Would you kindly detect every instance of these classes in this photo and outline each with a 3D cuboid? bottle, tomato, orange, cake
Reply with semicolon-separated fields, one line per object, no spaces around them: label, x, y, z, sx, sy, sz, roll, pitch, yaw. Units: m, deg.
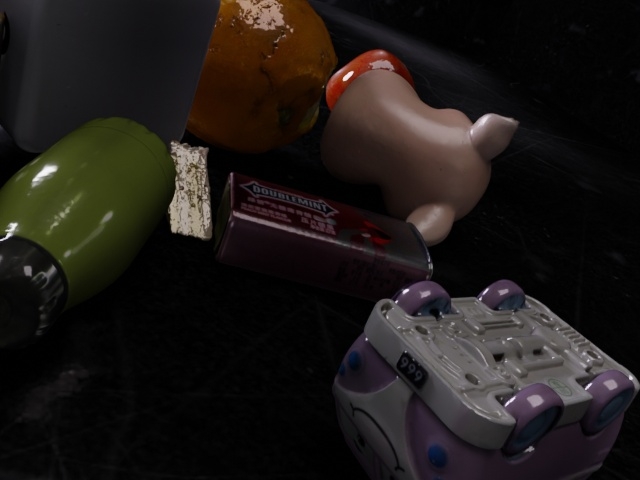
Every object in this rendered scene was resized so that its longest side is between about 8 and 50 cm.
bottle;-0.196;-0.014;0.525;0.112;0.112;0.260;20;26;-7
tomato;0.097;-0.278;1.241;0.167;0.167;0.167;19;25;-9
orange;-0.097;-0.236;0.902;0.239;0.240;0.240;19;25;-9
cake;-0.144;-0.051;0.713;0.052;0.065;0.121;8;36;-25

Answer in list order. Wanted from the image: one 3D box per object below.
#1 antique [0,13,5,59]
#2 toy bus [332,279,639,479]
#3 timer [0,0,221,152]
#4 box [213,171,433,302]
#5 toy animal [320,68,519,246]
antique;-0.360;-0.128;0.565;0.146;0.152;0.148;11;30;-21
toy bus;0.115;0.122;0.487;0.202;0.142;0.142;2;32;-39
timer;-0.252;-0.222;0.701;0.194;0.192;0.195;-11;43;-47
box;0.000;0.000;0.719;0.224;0.069;0.120;15;26;-14
toy animal;0.118;-0.120;0.938;0.256;0.195;0.213;33;4;18
